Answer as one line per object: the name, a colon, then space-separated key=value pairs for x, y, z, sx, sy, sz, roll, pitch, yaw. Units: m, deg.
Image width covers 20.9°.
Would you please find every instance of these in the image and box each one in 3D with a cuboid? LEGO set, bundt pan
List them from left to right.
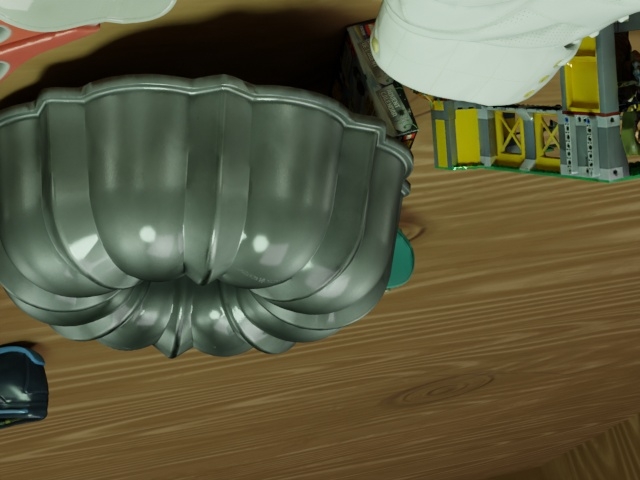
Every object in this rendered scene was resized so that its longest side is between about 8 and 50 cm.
bundt pan: x=-0.093 y=0.001 z=1.273 sx=0.330 sy=0.124 sz=0.331 roll=0 pitch=160 yaw=0
LEGO set: x=0.239 y=-0.160 z=1.288 sx=0.331 sy=0.192 sz=0.255 roll=-8 pitch=-170 yaw=-21

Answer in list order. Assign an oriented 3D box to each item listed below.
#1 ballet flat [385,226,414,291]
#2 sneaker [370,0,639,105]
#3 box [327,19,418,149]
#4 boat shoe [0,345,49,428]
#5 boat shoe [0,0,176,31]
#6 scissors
ballet flat: x=0.000 y=0.000 z=1.643 sx=0.077 sy=0.091 sz=0.241 roll=7 pitch=175 yaw=35
sneaker: x=0.170 y=-0.166 z=1.058 sx=0.292 sy=0.108 sz=0.169 roll=-9 pitch=160 yaw=-13
box: x=0.038 y=-0.095 z=1.323 sx=0.027 sy=0.094 sz=0.137 roll=-17 pitch=164 yaw=-12
boat shoe: x=-0.397 y=0.187 z=1.765 sx=0.258 sy=0.089 sz=0.109 roll=-24 pitch=162 yaw=19
boat shoe: x=-0.146 y=-0.155 z=1.041 sx=0.125 sy=0.038 sz=0.046 roll=-9 pitch=142 yaw=-32
scissors: x=-0.140 y=-0.147 z=1.097 sx=0.297 sy=0.021 sz=0.109 roll=-18 pitch=161 yaw=5
